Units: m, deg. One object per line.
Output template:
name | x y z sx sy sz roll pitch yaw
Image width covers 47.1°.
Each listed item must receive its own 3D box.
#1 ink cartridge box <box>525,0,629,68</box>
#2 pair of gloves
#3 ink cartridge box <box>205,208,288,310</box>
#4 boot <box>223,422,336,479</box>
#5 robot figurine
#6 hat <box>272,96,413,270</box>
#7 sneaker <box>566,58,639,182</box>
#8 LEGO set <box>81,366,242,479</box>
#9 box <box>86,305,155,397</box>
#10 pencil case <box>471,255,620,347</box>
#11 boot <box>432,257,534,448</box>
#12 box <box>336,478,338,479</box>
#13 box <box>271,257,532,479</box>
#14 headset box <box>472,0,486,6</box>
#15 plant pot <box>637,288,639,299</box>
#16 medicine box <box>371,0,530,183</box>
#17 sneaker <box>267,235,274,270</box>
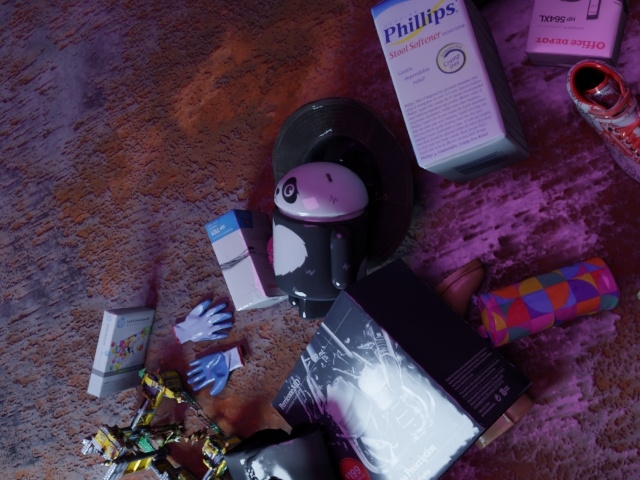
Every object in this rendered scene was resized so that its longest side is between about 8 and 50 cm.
ink cartridge box | 0.451 -0.408 1.269 0.148 0.086 0.203 11 93 25
pair of gloves | -0.243 0.235 1.606 0.159 0.023 0.198 -26 77 24
ink cartridge box | -0.140 0.039 1.498 0.082 0.139 0.191 -25 79 21
boot | 0.047 0.528 1.258 0.367 0.146 0.445 -20 83 27
robot figurine | -0.003 0.000 1.305 0.209 0.173 0.278 13 113 28
hat | 0.063 -0.113 1.413 0.331 0.134 0.331 11 111 30
sneaker | 0.503 -0.186 1.207 0.090 0.145 0.270 -40 74 18
LEGO set | -0.344 0.436 1.539 0.331 0.192 0.255 47 109 24
box | -0.439 0.243 1.628 0.038 0.145 0.186 14 94 22
pencil case | 0.380 0.104 1.246 0.236 0.104 0.104 -17 81 -1
boot | 0.288 0.201 1.336 0.236 0.089 0.269 -47 73 23
box | -0.003 0.533 1.433 0.128 0.122 0.257 -3 88 24
box | 0.126 0.270 1.289 0.312 0.179 0.343 44 130 20
headset box | 0.218 -0.539 1.316 0.283 0.131 0.246 -23 80 43
plant pot | 0.657 0.016 1.088 0.276 0.276 0.254 22 87 23
medicine box | 0.233 -0.267 1.267 0.149 0.263 0.289 -20 81 22
sneaker | -0.044 0.060 1.486 0.063 0.075 0.170 -40 85 14
